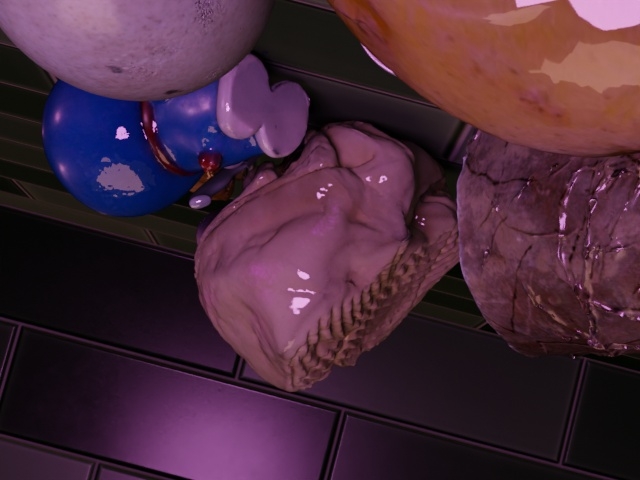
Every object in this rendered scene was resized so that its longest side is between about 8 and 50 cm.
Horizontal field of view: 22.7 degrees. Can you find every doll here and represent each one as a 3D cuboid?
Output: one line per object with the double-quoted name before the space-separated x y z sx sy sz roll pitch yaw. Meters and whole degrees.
"doll" -0.143 -0.117 1.490 0.256 0.161 0.215 -9 147 30

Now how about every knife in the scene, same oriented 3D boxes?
"knife" -0.084 -0.075 1.620 0.028 0.015 0.210 -18 -164 28

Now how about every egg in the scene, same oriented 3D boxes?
"egg" -0.108 -0.166 0.902 0.169 0.169 0.236 13 173 10

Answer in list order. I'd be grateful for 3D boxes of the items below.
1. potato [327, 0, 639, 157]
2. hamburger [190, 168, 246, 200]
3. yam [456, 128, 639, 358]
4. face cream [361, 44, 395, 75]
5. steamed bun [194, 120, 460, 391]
"potato" 0.069 -0.148 0.589 0.351 0.203 0.218 22 161 1
"hamburger" -0.136 -0.110 1.717 0.176 0.087 0.102 27 156 -25
"yam" 0.258 -0.025 1.028 0.241 0.241 0.348 20 167 -34
"face cream" 0.067 -0.145 1.021 0.091 0.091 0.095 14 -179 4
"steamed bun" 0.000 0.000 1.600 0.206 0.275 0.320 42 -165 20
